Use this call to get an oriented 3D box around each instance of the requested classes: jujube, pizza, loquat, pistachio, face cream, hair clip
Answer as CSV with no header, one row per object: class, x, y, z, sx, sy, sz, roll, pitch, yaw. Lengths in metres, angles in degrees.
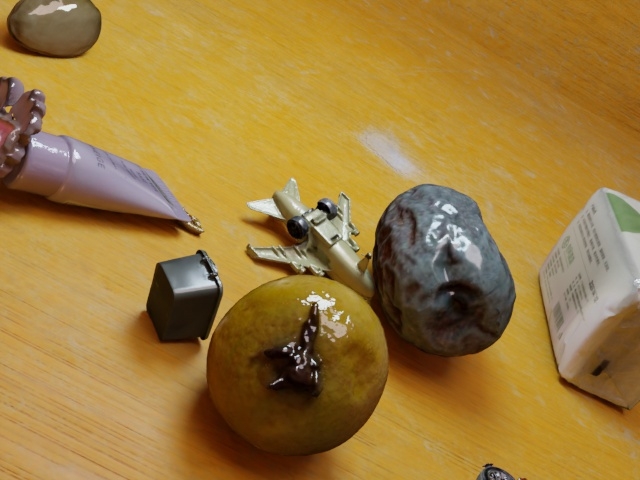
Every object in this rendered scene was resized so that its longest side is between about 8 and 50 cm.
jujube,0.193,0.045,1.391,0.308,0.216,0.246,-96,161,-65
pizza,-0.217,-0.037,1.329,0.083,0.016,0.037,39,26,11
loquat,-0.029,0.154,1.044,0.244,0.244,0.243,23,34,-17
pistachio,-0.478,-0.392,1.494,0.108,0.126,0.186,3,13,41
face cream,-0.331,-0.092,1.243,0.274,0.096,0.154,13,23,-46
hair clip,-0.505,-0.174,1.160,0.300,0.173,0.069,28,-7,22

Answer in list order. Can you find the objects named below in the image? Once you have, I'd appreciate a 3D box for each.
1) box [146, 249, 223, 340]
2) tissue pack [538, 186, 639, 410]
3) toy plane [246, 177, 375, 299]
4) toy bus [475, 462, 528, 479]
box,-0.185,0.077,1.116,0.069,0.122,0.084,-7,48,-31
tissue pack,0.573,0.105,1.610,0.194,0.266,0.356,23,33,-8
toy plane,0.000,0.000,1.407,0.256,0.104,0.242,39,47,20
toy bus,0.138,0.376,0.967,0.329,0.143,0.153,5,34,-39
